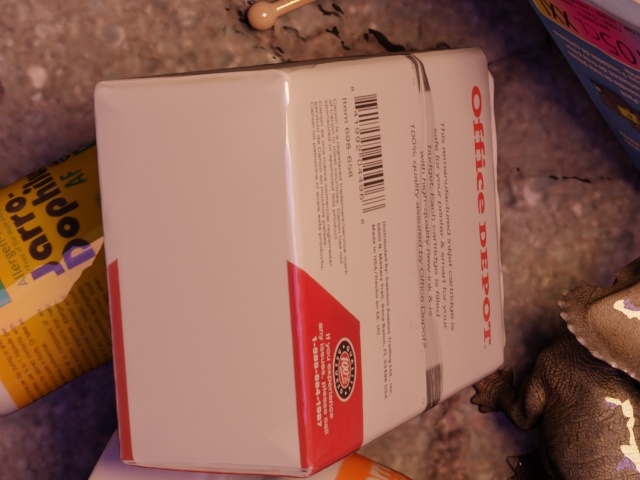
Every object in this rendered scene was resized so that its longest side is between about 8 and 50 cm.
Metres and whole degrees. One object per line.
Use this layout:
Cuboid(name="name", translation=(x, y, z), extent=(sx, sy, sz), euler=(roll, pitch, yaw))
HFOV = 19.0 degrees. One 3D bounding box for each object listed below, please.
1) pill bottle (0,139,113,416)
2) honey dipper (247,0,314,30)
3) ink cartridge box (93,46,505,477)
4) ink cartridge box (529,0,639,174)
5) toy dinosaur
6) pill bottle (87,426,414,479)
Cuboid(name="pill bottle", translation=(-0.166, 0.028, 1.086), extent=(0.208, 0.117, 0.118), euler=(-28, 101, -7))
Cuboid(name="honey dipper", translation=(0.029, -0.165, 1.156), extent=(0.160, 0.030, 0.030), euler=(-23, 100, -5))
Cuboid(name="ink cartridge box", translation=(0.000, 0.000, 1.039), extent=(0.114, 0.273, 0.197), euler=(0, 97, 26))
Cuboid(name="ink cartridge box", translation=(0.299, -0.131, 1.091), extent=(0.270, 0.151, 0.395), euler=(-48, 141, -3))
Cuboid(name="toy dinosaur", translation=(0.170, 0.139, 1.147), extent=(0.121, 0.160, 0.314), euler=(-3, 95, -11))
Cuboid(name="pill bottle", translation=(0.040, 0.249, 1.067), extent=(0.392, 0.224, 0.224), euler=(25, 90, 2))
